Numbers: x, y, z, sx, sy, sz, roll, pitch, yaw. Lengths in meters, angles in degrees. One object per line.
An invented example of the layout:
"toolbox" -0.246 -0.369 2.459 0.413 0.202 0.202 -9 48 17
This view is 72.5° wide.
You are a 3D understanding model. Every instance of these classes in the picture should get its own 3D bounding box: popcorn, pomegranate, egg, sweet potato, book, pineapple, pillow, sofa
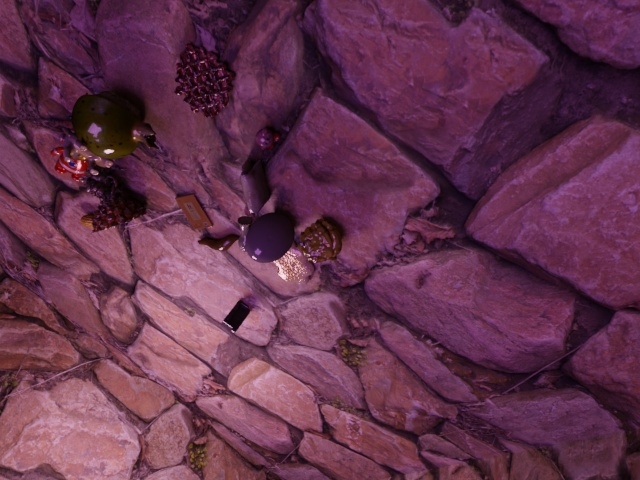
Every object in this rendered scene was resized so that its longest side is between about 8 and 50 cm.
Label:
"popcorn" -0.004 0.004 1.667 0.173 0.142 0.174 10 129 12
"pomegranate" -0.772 -0.427 1.655 0.340 0.260 0.261 19 132 8
"egg" -0.198 -0.008 1.698 0.176 0.232 0.176 18 137 17
"sweet potato" -0.465 0.017 1.976 0.249 0.059 0.069 -4 104 34
"book" -0.560 -0.125 1.937 0.118 0.012 0.172 -6 123 31
"pineapple" -0.956 -0.203 1.957 0.262 0.262 0.272 -7 111 31
"pillow" -0.250 -0.200 1.643 0.077 0.134 0.182 -2 126 14
"sofa" -0.415 0.377 2.176 0.085 0.147 0.060 37 138 -1

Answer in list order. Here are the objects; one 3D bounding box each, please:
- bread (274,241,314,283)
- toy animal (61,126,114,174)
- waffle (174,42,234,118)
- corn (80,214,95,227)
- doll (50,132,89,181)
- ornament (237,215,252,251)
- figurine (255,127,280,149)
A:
"bread" -0.121 0.093 1.871 0.181 0.039 0.251 -1 125 28
"toy animal" -0.933 -0.359 1.787 0.121 0.233 0.169 -34 64 16
"waffle" -0.404 -0.538 1.499 0.221 0.055 0.234 33 129 1
"corn" -1.135 -0.094 2.219 0.206 0.067 0.067 7 129 23
"doll" -1.074 -0.377 1.930 0.199 0.106 0.336 30 138 -27
"ornament" -0.312 -0.023 1.855 0.075 0.081 0.156 40 142 42
"figurine" -0.193 -0.355 1.527 0.083 0.071 0.067 -58 48 36
